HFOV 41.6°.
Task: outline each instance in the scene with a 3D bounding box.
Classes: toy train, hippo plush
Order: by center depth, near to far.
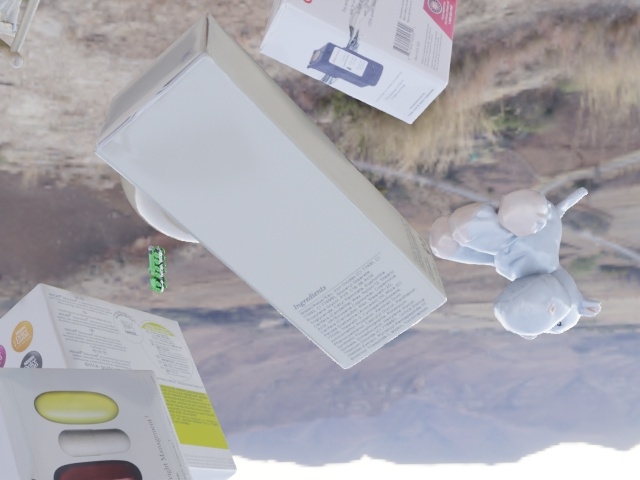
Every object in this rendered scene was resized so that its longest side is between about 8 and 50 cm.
[{"bbox_3d":[-0.231,0.040,1.186,0.023,0.083,0.017,24,-137,21],"label":"toy train"},{"bbox_3d":[0.328,0.053,1.429,0.234,0.237,0.294,-18,172,33],"label":"hippo plush"}]

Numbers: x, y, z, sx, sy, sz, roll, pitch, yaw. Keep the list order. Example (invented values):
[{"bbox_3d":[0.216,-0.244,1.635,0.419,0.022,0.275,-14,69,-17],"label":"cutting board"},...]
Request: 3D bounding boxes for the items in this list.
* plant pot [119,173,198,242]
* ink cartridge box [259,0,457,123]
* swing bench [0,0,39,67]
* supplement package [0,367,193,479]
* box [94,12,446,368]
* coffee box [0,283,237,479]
[{"bbox_3d":[-0.201,-0.154,1.416,0.284,0.284,0.191,0,168,-9],"label":"plant pot"},{"bbox_3d":[0.054,-0.291,1.135,0.237,0.172,0.100,23,145,-16],"label":"ink cartridge box"},{"bbox_3d":[-0.446,-0.400,1.090,0.165,0.253,0.255,16,-161,-38],"label":"swing bench"},{"bbox_3d":[-0.260,0.249,0.864,0.149,0.194,0.203,-43,149,26],"label":"supplement package"},{"bbox_3d":[-0.030,-0.029,0.648,0.113,0.094,0.275,-36,118,17],"label":"box"},{"bbox_3d":[-0.412,0.327,1.433,0.337,0.334,0.338,-39,149,17],"label":"coffee box"}]
